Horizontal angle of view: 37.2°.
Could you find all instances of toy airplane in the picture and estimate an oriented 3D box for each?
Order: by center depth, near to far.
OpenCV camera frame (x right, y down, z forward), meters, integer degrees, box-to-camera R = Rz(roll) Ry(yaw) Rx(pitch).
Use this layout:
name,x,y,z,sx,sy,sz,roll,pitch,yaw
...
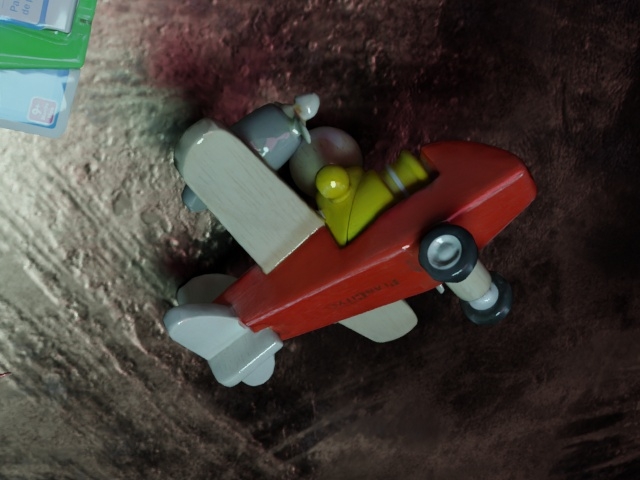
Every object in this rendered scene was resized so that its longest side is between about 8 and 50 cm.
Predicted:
name,x,y,z,sx,sy,sz,roll,pitch,yaw
toy airplane,0.000,0.000,1.070,0.384,0.272,0.386,2,147,-19

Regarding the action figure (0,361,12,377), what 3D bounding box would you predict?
name,x,y,z,sx,sy,sz,roll,pitch,yaw
action figure,-0.419,0.089,0.932,0.139,0.091,0.280,-33,128,-13

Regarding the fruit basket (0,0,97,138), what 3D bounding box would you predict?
name,x,y,z,sx,sy,sz,roll,pitch,yaw
fruit basket,-0.347,-0.269,0.772,0.353,0.165,0.327,9,102,-32
